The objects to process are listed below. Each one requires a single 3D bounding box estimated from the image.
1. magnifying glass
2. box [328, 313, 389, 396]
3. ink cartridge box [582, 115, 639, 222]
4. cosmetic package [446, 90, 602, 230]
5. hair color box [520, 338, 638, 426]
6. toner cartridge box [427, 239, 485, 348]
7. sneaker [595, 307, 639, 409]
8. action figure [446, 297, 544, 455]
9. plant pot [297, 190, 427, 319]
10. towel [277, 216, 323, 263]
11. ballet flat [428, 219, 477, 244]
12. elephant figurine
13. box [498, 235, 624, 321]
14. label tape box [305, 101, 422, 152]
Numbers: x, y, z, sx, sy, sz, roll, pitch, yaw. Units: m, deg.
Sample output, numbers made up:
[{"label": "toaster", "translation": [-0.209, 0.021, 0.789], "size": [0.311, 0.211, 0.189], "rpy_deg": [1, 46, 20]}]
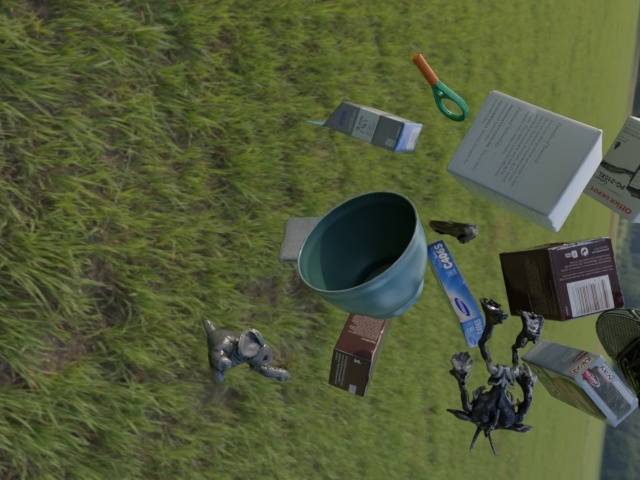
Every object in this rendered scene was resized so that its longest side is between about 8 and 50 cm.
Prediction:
[{"label": "magnifying glass", "translation": [0.326, -0.413, 1.411], "size": [0.231, 0.092, 0.026], "rpy_deg": [42, 78, -28]}, {"label": "box", "translation": [0.158, 0.325, 1.796], "size": [0.381, 0.143, 0.191], "rpy_deg": [-59, 161, -51]}, {"label": "ink cartridge box", "translation": [0.858, -0.186, 1.388], "size": [0.100, 0.172, 0.237], "rpy_deg": [-1, 125, -32]}, {"label": "cosmetic package", "translation": [0.738, -0.274, 1.862], "size": [0.327, 0.394, 0.329], "rpy_deg": [-61, 151, 6]}, {"label": "hair color box", "translation": [0.827, 0.449, 1.684], "size": [0.114, 0.185, 0.374], "rpy_deg": [-40, 179, -5]}, {"label": "toner cartridge box", "translation": [0.456, 0.175, 1.752], "size": [0.347, 0.075, 0.165], "rpy_deg": [-105, 169, -47]}, {"label": "sneaker", "translation": [0.556, 0.221, 0.816], "size": [0.343, 0.146, 0.134], "rpy_deg": [-111, -142, -58]}, {"label": "action figure", "translation": [0.334, 0.256, 0.979], "size": [0.141, 0.164, 0.275], "rpy_deg": [-40, 142, -75]}, {"label": "plant pot", "translation": [0.121, 0.058, 1.183], "size": [0.196, 0.293, 0.293], "rpy_deg": [54, 50, -36]}, {"label": "towel", "translation": [0.000, 0.000, 1.772], "size": [0.049, 0.283, 0.187], "rpy_deg": [75, 18, -49]}, {"label": "ballet flat", "translation": [0.369, -0.025, 1.456], "size": [0.250, 0.084, 0.058], "rpy_deg": [-156, -110, -78]}, {"label": "elephant figurine", "translation": [-0.231, 0.351, 1.635], "size": [0.240, 0.169, 0.185], "rpy_deg": [-8, 116, -19]}, {"label": "box", "translation": [0.566, 0.091, 1.231], "size": [0.203, 0.169, 0.166], "rpy_deg": [161, -82, -76]}, {"label": "label tape box", "translation": [0.153, -0.405, 1.771], "size": [0.241, 0.334, 0.105], "rpy_deg": [-23, 134, -64]}]
